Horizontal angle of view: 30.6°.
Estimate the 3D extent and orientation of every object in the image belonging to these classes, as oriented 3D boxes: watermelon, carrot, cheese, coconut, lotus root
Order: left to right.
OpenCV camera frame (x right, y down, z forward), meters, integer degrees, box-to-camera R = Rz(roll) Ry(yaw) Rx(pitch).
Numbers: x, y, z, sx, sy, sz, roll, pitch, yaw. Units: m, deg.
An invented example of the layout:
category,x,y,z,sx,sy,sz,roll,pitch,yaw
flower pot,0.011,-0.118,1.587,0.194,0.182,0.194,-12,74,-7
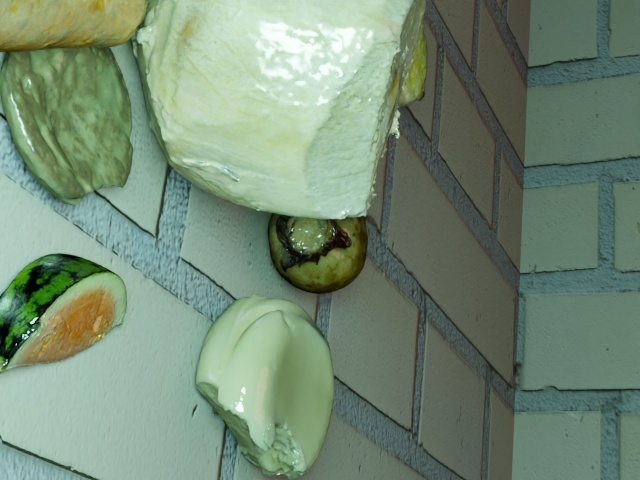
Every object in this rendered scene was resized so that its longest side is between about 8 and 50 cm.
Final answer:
category,x,y,z,sx,sy,sz,roll,pitch,yaw
carrot,-0.303,-0.251,1.184,0.302,0.139,0.138,1,86,-63
watermelon,-0.282,0.077,1.287,0.245,0.063,0.119,-25,127,-70
coconut,-0.069,-0.228,1.478,0.404,0.405,0.404,-4,90,-66
cheese,-0.074,0.212,1.642,0.266,0.127,0.233,57,37,-46
lotus root,0.000,0.000,1.832,0.314,0.141,0.169,22,68,-74

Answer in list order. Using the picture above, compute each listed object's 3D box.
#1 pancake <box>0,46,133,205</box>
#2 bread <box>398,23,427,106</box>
category,x,y,z,sx,sy,sz,roll,pitch,yaw
pancake,-0.284,-0.146,1.330,0.222,0.042,0.236,65,28,-26
bread,0.098,-0.330,2.077,0.197,0.170,0.197,-31,125,-57
